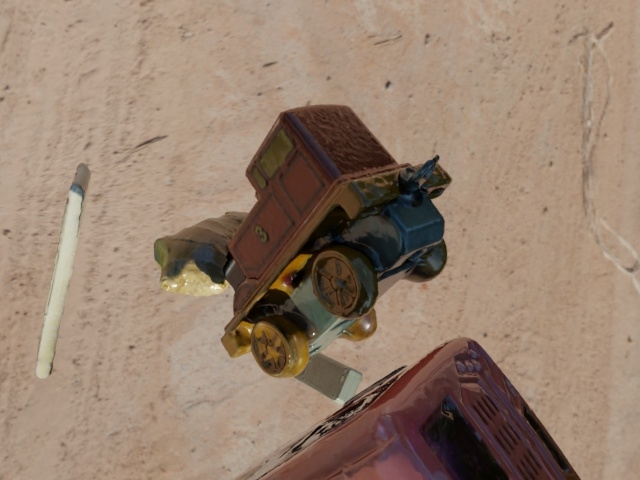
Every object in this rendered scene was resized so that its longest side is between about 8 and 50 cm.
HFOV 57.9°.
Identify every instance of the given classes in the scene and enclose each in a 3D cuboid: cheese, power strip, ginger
[{"bbox_3d":[-0.430,0.061,0.957,0.034,0.085,0.400,10,121,-26],"label":"cheese"},{"bbox_3d":[-0.005,0.339,1.499,0.053,0.288,0.093,30,80,-30],"label":"power strip"},{"bbox_3d":[-0.151,0.007,0.913,0.294,0.131,0.086,-36,139,-61],"label":"ginger"}]

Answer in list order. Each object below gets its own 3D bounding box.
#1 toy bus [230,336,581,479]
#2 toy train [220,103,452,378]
[{"bbox_3d":[-0.021,0.268,0.431,0.203,0.427,0.233,56,25,16],"label":"toy bus"},{"bbox_3d":[0.000,0.000,0.678,0.163,0.369,0.231,-15,64,-44],"label":"toy train"}]
